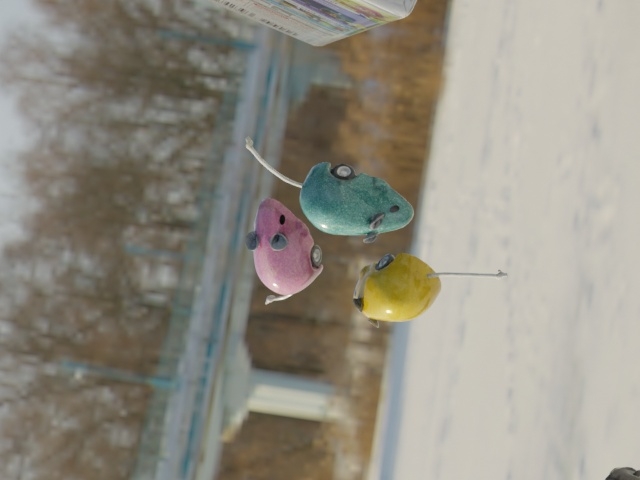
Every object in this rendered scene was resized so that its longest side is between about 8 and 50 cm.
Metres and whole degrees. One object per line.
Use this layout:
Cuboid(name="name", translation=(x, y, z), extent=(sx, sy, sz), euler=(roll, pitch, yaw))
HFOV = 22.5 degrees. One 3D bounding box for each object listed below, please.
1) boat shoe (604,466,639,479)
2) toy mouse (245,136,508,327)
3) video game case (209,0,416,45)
Cuboid(name="boat shoe", translation=(0.211, 0.191, 1.113), extent=(0.080, 0.223, 0.073), euler=(62, -162, -59))
Cuboid(name="toy mouse", translation=(0.000, 0.000, 0.913), extent=(0.161, 0.143, 0.031), euler=(-19, 33, 43))
Cuboid(name="video game case", translation=(-0.074, -0.140, 0.694), extent=(0.193, 0.212, 0.023), euler=(-163, 95, -79))
